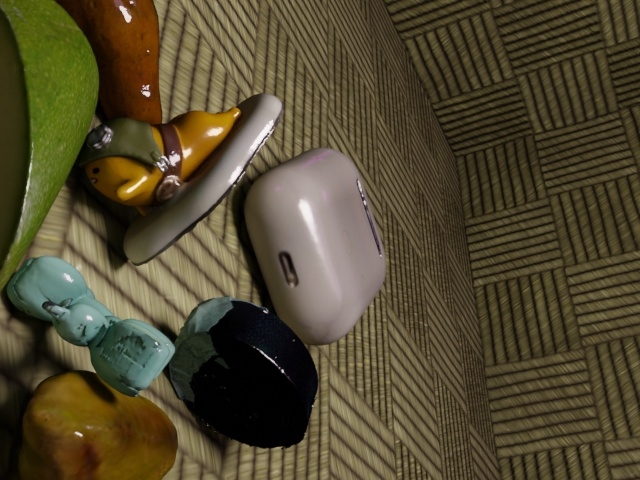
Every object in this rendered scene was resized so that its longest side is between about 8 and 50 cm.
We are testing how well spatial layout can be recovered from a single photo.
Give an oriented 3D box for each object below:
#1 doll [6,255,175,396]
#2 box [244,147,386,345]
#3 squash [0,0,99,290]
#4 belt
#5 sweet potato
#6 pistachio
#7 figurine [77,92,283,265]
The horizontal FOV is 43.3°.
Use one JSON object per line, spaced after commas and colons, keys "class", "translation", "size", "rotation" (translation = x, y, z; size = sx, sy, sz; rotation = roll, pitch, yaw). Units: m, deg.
{"class": "doll", "translation": [-0.205, 0.073, 0.724], "size": [0.159, 0.059, 0.159], "rotation": [37, -7, -9]}
{"class": "box", "translation": [0.001, 0.000, 1.333], "size": [0.349, 0.141, 0.288], "rotation": [-42, 114, -69]}
{"class": "squash", "translation": [-0.277, -0.094, 0.682], "size": [0.203, 0.111, 0.288], "rotation": [60, 25, -32]}
{"class": "belt", "translation": [-0.091, 0.156, 0.948], "size": [0.198, 0.151, 0.078], "rotation": [55, 30, -23]}
{"class": "sweet potato", "translation": [-0.240, -0.251, 0.900], "size": [0.112, 0.112, 0.359], "rotation": [-73, 143, -58]}
{"class": "pistachio", "translation": [-0.203, 0.170, 0.703], "size": [0.110, 0.100, 0.189], "rotation": [61, 10, 26]}
{"class": "figurine", "translation": [-0.170, -0.110, 0.890], "size": [0.141, 0.167, 0.250], "rotation": [45, 69, -23]}
